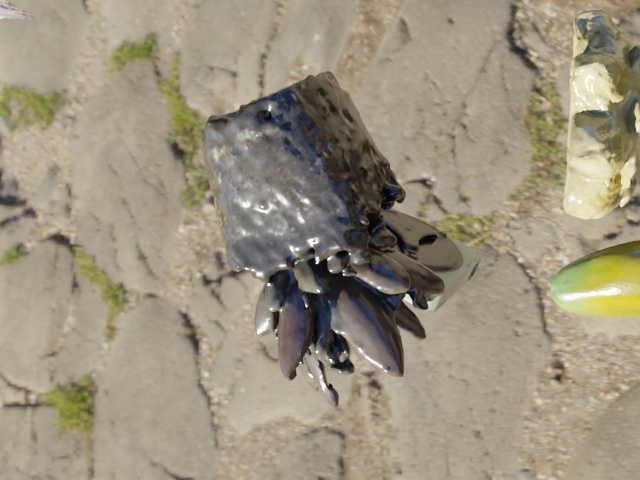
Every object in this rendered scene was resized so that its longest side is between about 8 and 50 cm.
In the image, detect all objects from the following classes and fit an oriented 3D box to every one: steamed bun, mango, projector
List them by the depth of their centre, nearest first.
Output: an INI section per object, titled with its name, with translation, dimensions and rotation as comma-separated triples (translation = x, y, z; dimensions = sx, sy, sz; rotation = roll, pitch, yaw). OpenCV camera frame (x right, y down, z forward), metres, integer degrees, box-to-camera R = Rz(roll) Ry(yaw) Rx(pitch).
[mango]
translation = 0.387, 0.051, 1.344
dimensions = 0.195, 0.130, 0.091
rotation = -7, 71, 13
[steamed bun]
translation = 0.407, -0.165, 1.473
dimensions = 0.137, 0.292, 0.295
rotation = 7, 108, 17
[projector]
translation = 0.150, 0.013, 2.001
dimensions = 0.259, 0.257, 0.079
rotation = 27, 114, 17

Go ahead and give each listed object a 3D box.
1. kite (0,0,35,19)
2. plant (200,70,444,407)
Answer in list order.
[kite]
translation = -0.438, -0.275, 1.142
dimensions = 0.204, 0.360, 0.022
rotation = 3, 91, -3
[plant]
translation = 0.000, 0.000, 1.098
dimensions = 0.182, 0.194, 0.320
rotation = -21, 97, 29
